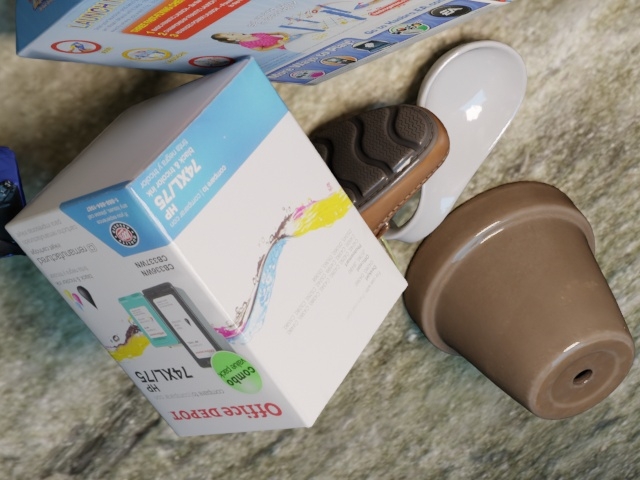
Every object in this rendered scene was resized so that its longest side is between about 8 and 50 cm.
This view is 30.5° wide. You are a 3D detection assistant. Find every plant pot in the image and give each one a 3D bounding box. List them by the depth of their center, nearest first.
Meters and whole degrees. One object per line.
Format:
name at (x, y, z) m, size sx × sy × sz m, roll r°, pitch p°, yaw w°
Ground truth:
plant pot at (0.267, 0.097, 1.468) m, size 0.263 × 0.229 × 0.263 m, roll -16°, pitch 136°, yaw -16°

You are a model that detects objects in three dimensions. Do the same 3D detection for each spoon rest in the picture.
spoon rest at (0.138, -0.102, 1.315) m, size 0.137 × 0.084 × 0.276 m, roll 6°, pitch 126°, yaw -34°

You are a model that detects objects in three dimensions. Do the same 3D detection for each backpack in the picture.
backpack at (-0.336, -0.032, 1.088) m, size 0.120 × 0.101 × 0.098 m, roll -11°, pitch 127°, yaw -11°

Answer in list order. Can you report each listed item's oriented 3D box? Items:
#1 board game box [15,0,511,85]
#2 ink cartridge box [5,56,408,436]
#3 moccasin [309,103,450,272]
board game box at (-0.058, -0.212, 0.957) m, size 0.302 × 0.308 × 0.086 m, roll 2°, pitch 83°, yaw -32°
ink cartridge box at (-0.097, 0.015, 1.076) m, size 0.270 × 0.198 × 0.197 m, roll 54°, pitch 49°, yaw -21°
moccasin at (0.001, 0.002, 1.289) m, size 0.147 × 0.139 × 0.380 m, roll 24°, pitch 114°, yaw -43°
